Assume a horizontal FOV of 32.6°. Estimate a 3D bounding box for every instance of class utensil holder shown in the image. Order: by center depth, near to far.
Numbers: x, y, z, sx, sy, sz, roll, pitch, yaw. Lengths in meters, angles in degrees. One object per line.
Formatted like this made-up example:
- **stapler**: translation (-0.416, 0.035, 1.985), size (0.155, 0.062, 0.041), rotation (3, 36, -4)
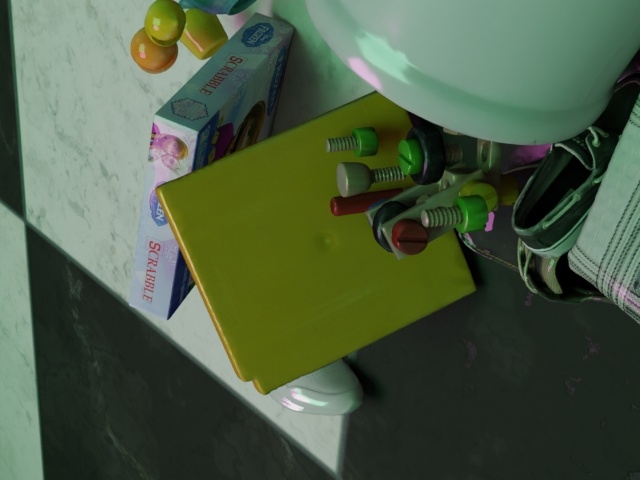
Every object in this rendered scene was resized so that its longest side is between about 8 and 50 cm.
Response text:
- **utensil holder**: translation (0.198, -0.332, 0.950), size (0.327, 0.328, 0.385), rotation (49, 137, 23)

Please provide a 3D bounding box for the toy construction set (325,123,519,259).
- **toy construction set**: translation (0.155, -0.107, 1.204), size (0.309, 0.237, 0.257), rotation (134, 127, -70)

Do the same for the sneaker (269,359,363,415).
- **sneaker**: translation (-0.051, 0.149, 1.660), size (0.305, 0.114, 0.152), rotation (38, 135, 33)

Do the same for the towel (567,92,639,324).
- **towel**: translation (0.371, -0.042, 0.920), size (0.312, 0.056, 0.324), rotation (46, 120, 49)

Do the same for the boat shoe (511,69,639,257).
- **boat shoe**: translation (0.270, -0.084, 1.093), size (0.078, 0.070, 0.219), rotation (31, 85, 41)

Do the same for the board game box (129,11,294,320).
- **board game box**: translation (-0.147, -0.104, 1.495), size (0.066, 0.318, 0.318), rotation (22, 130, 8)

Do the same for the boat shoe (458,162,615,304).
- **boat shoe**: translation (0.274, -0.004, 1.174), size (0.355, 0.130, 0.132), rotation (9, 114, 48)

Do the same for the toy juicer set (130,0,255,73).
- **toy juicer set**: translation (-0.141, -0.335, 1.403), size (0.089, 0.209, 0.329), rotation (54, 134, 2)

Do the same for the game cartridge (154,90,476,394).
- **game cartridge**: translation (0.000, 0.000, 1.341), size (0.285, 0.324, 0.053), rotation (68, 168, -10)
